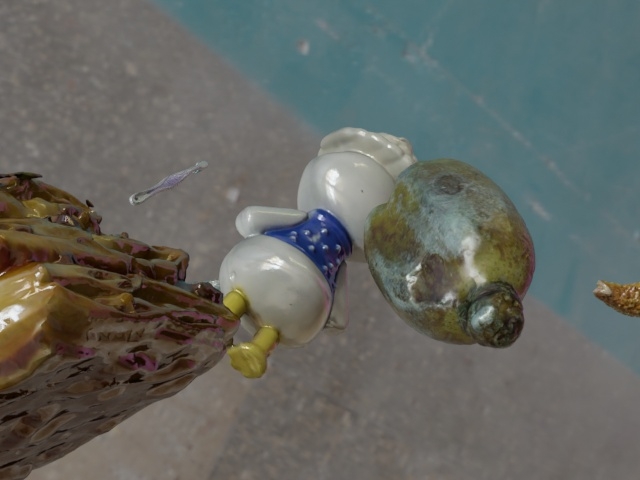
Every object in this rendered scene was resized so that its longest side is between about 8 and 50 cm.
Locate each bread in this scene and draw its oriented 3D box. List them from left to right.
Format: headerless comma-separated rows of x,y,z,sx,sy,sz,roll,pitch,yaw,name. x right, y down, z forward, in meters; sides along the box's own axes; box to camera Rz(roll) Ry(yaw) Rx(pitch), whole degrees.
-0.247,0.068,0.959,0.277,0.324,0.167,18,48,-66,bread

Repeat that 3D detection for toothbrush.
-0.129,-0.050,1.287,0.011,0.013,0.131,50,28,3,toothbrush

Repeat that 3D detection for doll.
0.000,0.000,1.306,0.138,0.119,0.293,47,54,-10,doll

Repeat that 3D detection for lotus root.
0.093,0.013,1.046,0.088,0.192,0.113,34,104,-32,lotus root

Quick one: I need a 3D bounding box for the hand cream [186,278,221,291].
-0.161,0.089,1.778,0.052,0.248,0.075,65,17,-44,hand cream

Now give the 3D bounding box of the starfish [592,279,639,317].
0.425,0.052,1.676,0.240,0.043,0.227,12,89,-10,starfish
